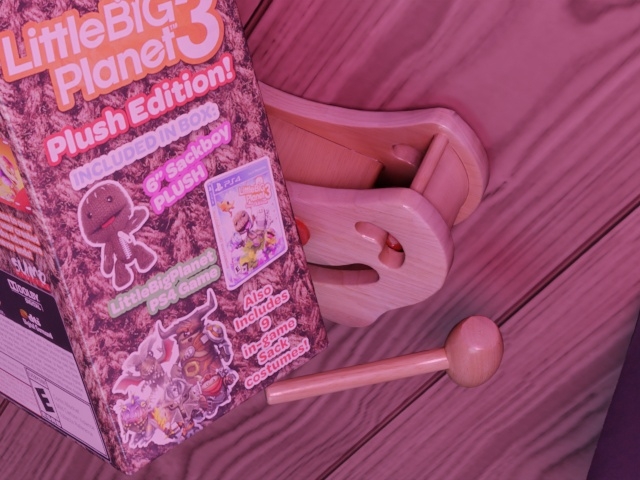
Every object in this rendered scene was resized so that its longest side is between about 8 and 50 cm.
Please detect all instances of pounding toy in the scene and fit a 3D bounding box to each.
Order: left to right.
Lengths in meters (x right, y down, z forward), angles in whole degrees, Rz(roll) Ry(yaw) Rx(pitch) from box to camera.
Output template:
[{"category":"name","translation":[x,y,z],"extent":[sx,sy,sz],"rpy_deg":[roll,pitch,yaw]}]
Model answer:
[{"category":"pounding toy","translation":[0.000,0.000,1.082],"extent":[0.269,0.155,0.154],"rpy_deg":[27,148,0]}]

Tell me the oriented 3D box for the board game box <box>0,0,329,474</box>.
[{"category":"board game box","translation":[-0.148,-0.060,0.970],"extent":[0.232,0.141,0.291],"rpy_deg":[22,134,48]}]

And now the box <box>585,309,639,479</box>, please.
[{"category":"box","translation":[0.394,0.189,1.053],"extent":[0.395,0.212,0.293],"rpy_deg":[43,142,-24]}]
